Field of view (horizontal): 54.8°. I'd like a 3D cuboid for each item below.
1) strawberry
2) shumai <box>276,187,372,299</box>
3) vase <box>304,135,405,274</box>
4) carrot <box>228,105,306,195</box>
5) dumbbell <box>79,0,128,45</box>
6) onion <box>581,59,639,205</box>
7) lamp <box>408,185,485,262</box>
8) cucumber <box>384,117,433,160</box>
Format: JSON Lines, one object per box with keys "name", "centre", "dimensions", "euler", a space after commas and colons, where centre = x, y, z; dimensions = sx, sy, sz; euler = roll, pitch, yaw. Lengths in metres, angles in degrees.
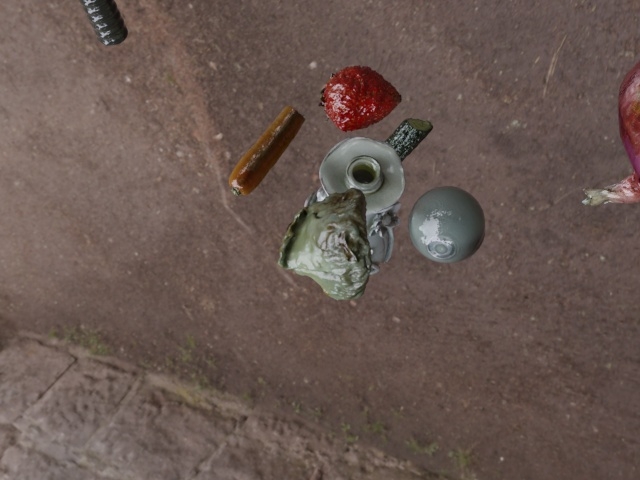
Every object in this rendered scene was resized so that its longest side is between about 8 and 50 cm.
{"name": "strawberry", "centre": [0.088, -0.306, 1.358], "dimensions": [0.187, 0.082, 0.147], "euler": [0, 114, -1]}
{"name": "shumai", "centre": [0.000, -0.003, 0.960], "dimensions": [0.141, 0.184, 0.184], "euler": [-3, 133, -5]}
{"name": "vase", "centre": [0.079, -0.065, 1.491], "dimensions": [0.250, 0.250, 0.445], "euler": [29, 160, 8]}
{"name": "carrot", "centre": [-0.119, -0.187, 1.331], "dimensions": [0.067, 0.225, 0.067], "euler": [37, 173, 5]}
{"name": "dumbbell", "centre": [-0.135, -0.188, 0.258], "dimensions": [0.081, 0.082, 0.254], "euler": [19, 152, 19]}
{"name": "onion", "centre": [0.248, -0.056, 0.444], "dimensions": [0.140, 0.150, 0.150], "euler": [-29, 108, 41]}
{"name": "lamp", "centre": [0.169, -0.020, 0.828], "dimensions": [0.105, 0.105, 0.105], "euler": [18, 135, 19]}
{"name": "cucumber", "centre": [0.190, -0.232, 1.681], "dimensions": [0.077, 0.077, 0.265], "euler": [40, 118, -5]}
